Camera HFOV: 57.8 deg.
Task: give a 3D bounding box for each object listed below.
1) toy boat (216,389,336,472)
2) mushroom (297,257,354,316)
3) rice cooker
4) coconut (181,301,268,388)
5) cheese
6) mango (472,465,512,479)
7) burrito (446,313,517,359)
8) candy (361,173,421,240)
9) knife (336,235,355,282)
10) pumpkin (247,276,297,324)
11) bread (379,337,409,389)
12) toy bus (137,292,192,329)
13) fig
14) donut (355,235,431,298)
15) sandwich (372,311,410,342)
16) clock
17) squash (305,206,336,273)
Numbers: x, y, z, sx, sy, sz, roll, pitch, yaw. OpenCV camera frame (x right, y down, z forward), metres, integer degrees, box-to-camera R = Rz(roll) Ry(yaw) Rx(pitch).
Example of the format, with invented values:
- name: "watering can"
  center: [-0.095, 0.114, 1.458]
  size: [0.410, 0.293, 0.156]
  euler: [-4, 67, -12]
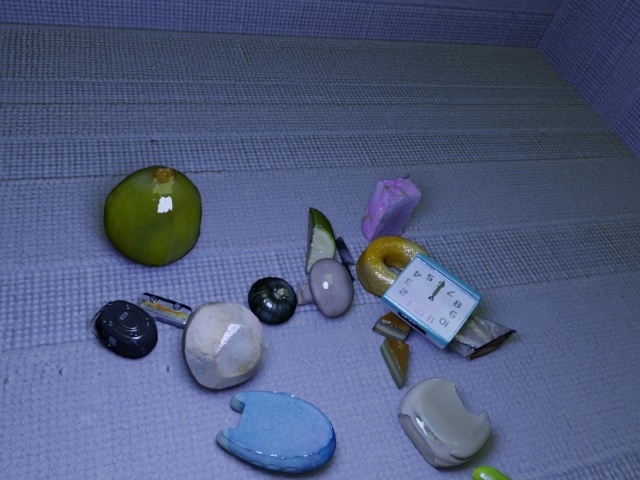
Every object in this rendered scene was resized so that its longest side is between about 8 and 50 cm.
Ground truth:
- name: "toy boat"
  center: [-0.118, 0.549, 1.630]
  size: [0.330, 0.123, 0.215]
  euler: [8, 38, 6]
- name: "mushroom"
  center: [0.010, 0.166, 1.964]
  size: [0.204, 0.204, 0.204]
  euler: [8, 47, -9]
- name: "rice cooker"
  center: [-0.581, 0.260, 1.728]
  size: [0.203, 0.118, 0.142]
  euler: [29, 48, 5]
- name: "coconut"
  center: [-0.286, 0.302, 1.709]
  size: [0.259, 0.259, 0.259]
  euler: [8, 47, -9]
- name: "cheese"
  center: [0.368, 0.543, 1.746]
  size: [0.233, 0.127, 0.266]
  euler: [-19, 58, -30]
- name: "mango"
  center: [0.519, 0.738, 1.626]
  size: [0.233, 0.111, 0.125]
  euler: [41, 46, 22]
- name: "burrito"
  center: [0.489, 0.317, 2.005]
  size: [0.347, 0.107, 0.175]
  euler: [23, 62, 7]
- name: "candy"
  center: [0.264, -0.120, 2.221]
  size: [0.155, 0.265, 0.116]
  euler: [-12, 57, -26]
- name: "knife"
  center: [0.097, 0.067, 2.172]
  size: [0.060, 0.028, 0.230]
  euler: [8, 43, -26]
- name: "pumpkin"
  center: [-0.157, 0.194, 1.909]
  size: [0.167, 0.125, 0.167]
  euler: [8, 36, -6]
- name: "bread"
  center: [0.233, 0.398, 1.874]
  size: [0.084, 0.074, 0.139]
  euler: [16, 48, -2]
- name: "toy bus"
  center: [-0.493, 0.224, 1.831]
  size: [0.172, 0.057, 0.072]
  euler: [18, 55, 0]
- name: "fig"
  center: [-0.542, -0.091, 1.905]
  size: [0.343, 0.343, 0.343]
  euler: [8, 47, -9]
- name: "donut"
  center: [0.286, 0.102, 2.134]
  size: [0.303, 0.110, 0.303]
  euler: [8, 48, -8]
- name: "sandwich"
  center: [0.259, 0.256, 2.003]
  size: [0.113, 0.079, 0.163]
  euler: [23, 48, 4]
- name: "clock"
  center: [0.367, 0.205, 1.945]
  size: [0.262, 0.116, 0.231]
  euler: [36, 66, 16]
- name: "squash"
  center: [0.000, 0.000, 2.195]
  size: [0.111, 0.203, 0.289]
  euler: [9, 12, -8]
